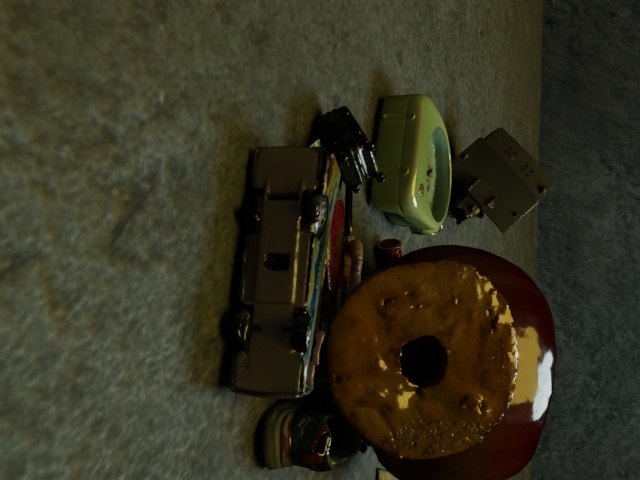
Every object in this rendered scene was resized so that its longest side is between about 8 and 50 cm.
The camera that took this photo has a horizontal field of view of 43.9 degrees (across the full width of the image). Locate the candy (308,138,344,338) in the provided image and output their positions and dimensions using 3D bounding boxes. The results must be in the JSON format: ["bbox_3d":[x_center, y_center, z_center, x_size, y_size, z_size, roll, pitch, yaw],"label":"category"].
[{"bbox_3d":[-0.001,0.000,1.156,0.086,0.059,0.292,-15,104,-67],"label":"candy"}]

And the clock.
[{"bbox_3d":[0.190,-0.124,1.550,0.308,0.096,0.235,42,52,-60],"label":"clock"}]

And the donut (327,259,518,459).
[{"bbox_3d":[0.133,0.156,1.097,0.108,0.278,0.277,-141,-132,-79],"label":"donut"}]

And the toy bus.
[{"bbox_3d":[-0.041,0.044,1.017,0.138,0.112,0.317,44,52,-71],"label":"toy bus"}]

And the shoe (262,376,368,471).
[{"bbox_3d":[0.012,0.258,1.120,0.227,0.125,0.099,-21,108,-63],"label":"shoe"}]

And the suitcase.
[{"bbox_3d":[0.043,-0.139,1.193,0.126,0.059,0.086,-115,-178,-46],"label":"suitcase"}]

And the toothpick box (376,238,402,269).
[{"bbox_3d":[0.133,0.043,1.486,0.047,0.047,0.083,-50,135,-56],"label":"toothpick box"}]

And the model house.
[{"bbox_3d":[0.382,-0.110,1.909,0.211,0.204,0.243,49,56,4],"label":"model house"}]

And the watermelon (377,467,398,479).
[{"bbox_3d":[0.137,0.517,1.528,0.069,0.087,0.163,169,-73,-76],"label":"watermelon"}]

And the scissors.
[{"bbox_3d":[0.045,0.003,1.248,0.160,0.024,0.317,112,-17,-61],"label":"scissors"}]

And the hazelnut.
[{"bbox_3d":[0.205,0.211,1.337,0.359,0.359,0.409,30,68,-64],"label":"hazelnut"}]
